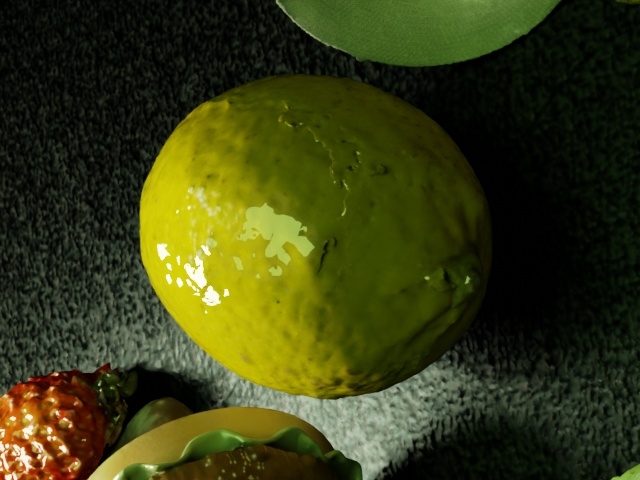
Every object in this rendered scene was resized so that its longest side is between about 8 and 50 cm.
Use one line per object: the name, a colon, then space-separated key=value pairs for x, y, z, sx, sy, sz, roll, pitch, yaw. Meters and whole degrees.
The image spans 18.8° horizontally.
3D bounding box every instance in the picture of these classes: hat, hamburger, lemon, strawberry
hat: x=0.074 y=-0.272 z=1.502 sx=0.257 sy=0.257 sz=0.130 roll=-40 pitch=31 yaw=31
hamburger: x=-0.066 y=0.284 z=1.490 sx=0.274 sy=0.274 sz=0.212 roll=-55 pitch=35 yaw=23
lemon: x=0.000 y=0.000 z=1.483 sx=0.310 sy=0.253 sz=0.253 roll=23 pitch=101 yaw=42
strawberry: x=-0.271 y=0.189 z=1.748 sx=0.236 sy=0.107 sz=0.175 roll=-51 pitch=23 yaw=20

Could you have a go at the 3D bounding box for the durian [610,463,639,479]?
durian: x=0.300 y=0.159 z=1.291 sx=0.250 sy=0.139 sz=0.101 roll=-24 pitch=77 yaw=37

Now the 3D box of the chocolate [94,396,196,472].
chocolate: x=-0.180 y=0.270 z=1.722 sx=0.254 sy=0.080 sz=0.157 roll=-53 pitch=57 yaw=24

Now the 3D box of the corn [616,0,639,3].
corn: x=0.248 y=-0.188 z=1.435 sx=0.083 sy=0.028 sz=0.027 roll=7 pitch=107 yaw=36
